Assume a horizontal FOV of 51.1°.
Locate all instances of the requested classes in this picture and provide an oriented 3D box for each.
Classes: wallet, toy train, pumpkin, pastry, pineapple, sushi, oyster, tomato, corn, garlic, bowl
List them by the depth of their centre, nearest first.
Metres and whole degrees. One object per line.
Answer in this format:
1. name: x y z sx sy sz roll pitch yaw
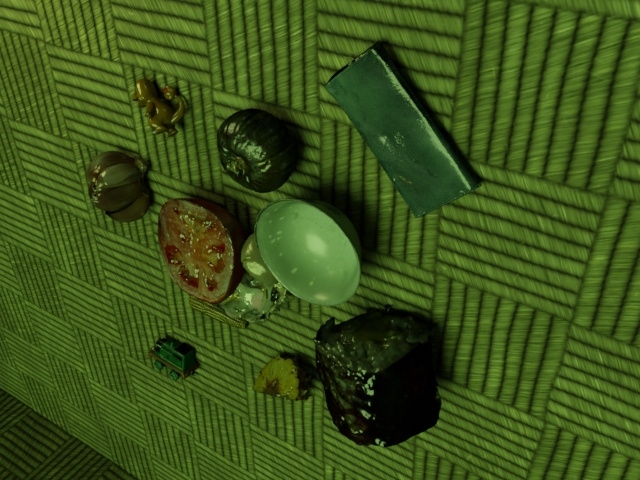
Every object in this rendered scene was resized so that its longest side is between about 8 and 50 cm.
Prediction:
1. wallet: 0.174 -0.235 1.460 0.190 0.046 0.379 -28 101 47
2. pumpkin: -0.161 -0.219 1.661 0.223 0.157 0.224 31 146 24
3. bowl: 0.000 0.000 1.699 0.313 0.146 0.313 22 133 25
4. sushi: 0.153 0.353 1.738 0.299 0.281 0.294 13 122 40
5. pastry: -0.142 0.044 1.842 0.156 0.156 0.092 43 134 5
6. tomato: -0.325 0.015 1.962 0.338 0.143 0.339 16 116 37
7. oyster: -0.194 0.154 2.016 0.354 0.107 0.201 10 102 46
8. garlic: -0.632 -0.169 2.084 0.160 0.191 0.214 54 156 31
9. pineapple: -0.084 0.444 2.145 0.164 0.140 0.249 18 166 -28
10. corn: -0.328 0.223 2.182 0.231 0.080 0.080 20 131 21
11. toy train: -0.547 0.434 2.504 0.227 0.091 0.136 27 123 23

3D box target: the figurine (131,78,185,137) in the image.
1. figurine: -0.441 -0.379 1.831 0.122 0.121 0.176 -42 80 20
